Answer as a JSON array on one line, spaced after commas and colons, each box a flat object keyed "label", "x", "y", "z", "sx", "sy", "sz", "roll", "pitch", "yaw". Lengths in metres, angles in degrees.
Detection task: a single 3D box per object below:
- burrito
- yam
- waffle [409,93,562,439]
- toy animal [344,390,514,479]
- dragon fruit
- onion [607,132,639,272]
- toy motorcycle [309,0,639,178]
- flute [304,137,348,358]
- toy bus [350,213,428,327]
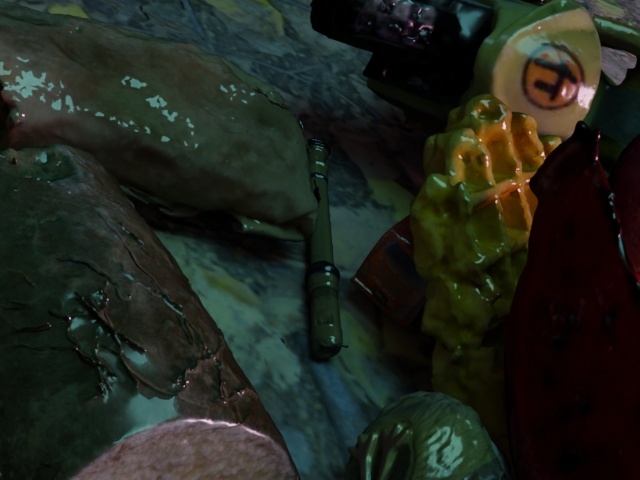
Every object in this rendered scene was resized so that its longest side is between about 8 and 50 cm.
[{"label": "burrito", "x": -0.160, "y": -0.093, "z": 0.735, "sx": 0.348, "sy": 0.107, "sz": 0.175, "roll": 15, "pitch": 24, "yaw": -24}, {"label": "yam", "x": -0.118, "y": 0.063, "z": 0.531, "sx": 0.154, "sy": 0.154, "sz": 0.254, "roll": -5, "pitch": 50, "yaw": -40}, {"label": "waffle", "x": 0.143, "y": 0.002, "z": 0.764, "sx": 0.229, "sy": 0.057, "sz": 0.219, "roll": -20, "pitch": 100, "yaw": -50}, {"label": "toy animal", "x": 0.063, "y": 0.154, "z": 0.602, "sx": 0.098, "sy": 0.098, "sz": 0.137, "roll": 20, "pitch": 56, "yaw": -15}, {"label": "dragon fruit", "x": 0.171, "y": 0.144, "z": 0.618, "sx": 0.282, "sy": 0.100, "sz": 0.343, "roll": 58, "pitch": 19, "yaw": -49}, {"label": "onion", "x": 0.303, "y": -0.036, "z": 0.922, "sx": 0.250, "sy": 0.111, "sz": 0.247, "roll": 34, "pitch": 64, "yaw": -49}, {"label": "toy motorcycle", "x": 0.176, "y": -0.147, "z": 0.953, "sx": 0.237, "sy": 0.168, "sz": 0.410, "roll": 27, "pitch": 13, "yaw": 33}, {"label": "flute", "x": 0.000, "y": 0.000, "z": 0.798, "sx": 0.027, "sy": 0.027, "sz": 0.233, "roll": 18, "pitch": 37, "yaw": -17}, {"label": "toy bus", "x": 0.098, "y": -0.002, "z": 0.827, "sx": 0.065, "sy": 0.077, "sz": 0.192, "roll": 42, "pitch": 37, "yaw": 10}]
